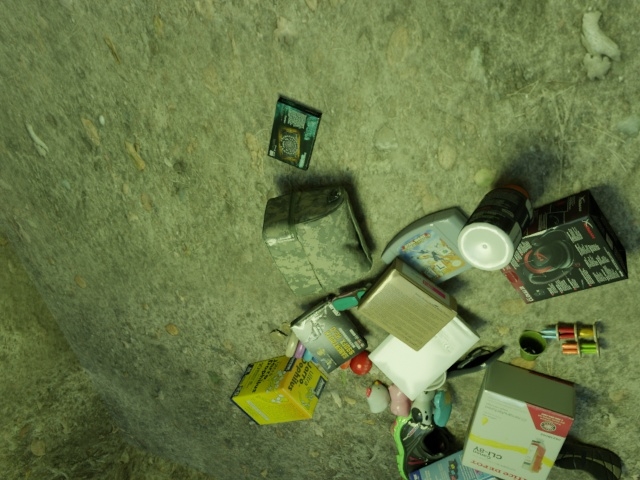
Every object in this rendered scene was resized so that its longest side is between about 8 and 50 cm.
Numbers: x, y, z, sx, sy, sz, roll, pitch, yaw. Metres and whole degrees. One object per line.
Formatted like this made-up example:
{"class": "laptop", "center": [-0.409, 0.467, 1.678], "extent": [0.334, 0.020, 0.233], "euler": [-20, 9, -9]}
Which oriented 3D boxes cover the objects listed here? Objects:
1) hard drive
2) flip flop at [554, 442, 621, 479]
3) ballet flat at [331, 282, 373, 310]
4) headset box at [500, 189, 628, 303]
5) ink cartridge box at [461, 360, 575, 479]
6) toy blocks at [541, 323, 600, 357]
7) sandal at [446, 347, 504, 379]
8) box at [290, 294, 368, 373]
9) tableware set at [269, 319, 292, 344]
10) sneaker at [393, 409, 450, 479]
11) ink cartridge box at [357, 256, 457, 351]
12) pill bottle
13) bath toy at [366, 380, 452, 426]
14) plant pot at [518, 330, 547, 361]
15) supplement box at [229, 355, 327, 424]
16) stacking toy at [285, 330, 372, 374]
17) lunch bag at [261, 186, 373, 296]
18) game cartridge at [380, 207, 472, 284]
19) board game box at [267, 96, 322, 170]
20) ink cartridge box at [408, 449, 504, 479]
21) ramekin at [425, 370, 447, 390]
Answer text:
{"class": "hard drive", "center": [0.329, 0.342, 1.669], "extent": [0.203, 0.040, 0.308], "euler": [44, 109, 9]}
{"class": "flip flop", "center": [0.943, 0.789, 1.862], "extent": [0.276, 0.113, 0.080], "euler": [13, 174, 2]}
{"class": "ballet flat", "center": [0.137, 0.182, 1.723], "extent": [0.221, 0.079, 0.077], "euler": [-16, 114, 37]}
{"class": "headset box", "center": [0.589, 0.031, 1.334], "extent": [0.293, 0.110, 0.218], "euler": [-25, 115, 40]}
{"class": "ink cartridge box", "center": [0.660, 0.631, 1.755], "extent": [0.278, 0.160, 0.385], "euler": [14, 124, 17]}
{"class": "toy blocks", "center": [0.742, 0.298, 1.541], "extent": [0.148, 0.054, 0.123], "euler": [-6, 126, 31]}
{"class": "sandal", "center": [0.500, 0.409, 1.744], "extent": [0.254, 0.097, 0.055], "euler": [-36, 81, 43]}
{"class": "box", "center": [0.031, 0.335, 1.850], "extent": [0.183, 0.056, 0.231], "euler": [-35, 103, 7]}
{"class": "tableware set", "center": [-0.120, 0.389, 2.084], "extent": [0.141, 0.020, 0.168], "euler": [37, 134, -9]}
{"class": "sneaker", "center": [0.427, 0.862, 2.115], "extent": [0.202, 0.185, 0.483], "euler": [8, 134, 32]}
{"class": "ink cartridge box", "center": [0.260, 0.194, 1.559], "extent": [0.234, 0.088, 0.193], "euler": [36, 119, -5]}
{"class": "pill bottle", "center": [0.429, -0.045, 1.244], "extent": [0.130, 0.245, 0.131], "euler": [20, 131, 25]}
{"class": "bath toy", "center": [0.317, 0.600, 1.973], "extent": [0.348, 0.152, 0.129], "euler": [-4, 141, 39]}
{"class": "plant pot", "center": [0.653, 0.337, 1.611], "extent": [0.083, 0.083, 0.079], "euler": [10, 144, 19]}
{"class": "supplement box", "center": [-0.181, 0.637, 2.214], "extent": [0.356, 0.194, 0.195], "euler": [-23, 116, 39]}
{"class": "stacking toy", "center": [0.040, 0.419, 1.960], "extent": [0.329, 0.141, 0.141], "euler": [18, 136, 1]}
{"class": "lunch bag", "center": [0.000, 0.000, 1.534], "extent": [0.255, 0.213, 0.305], "euler": [-13, 127, 15]}
{"class": "game cartridge", "center": [0.324, 0.030, 1.511], "extent": [0.198, 0.062, 0.297], "euler": [39, 135, -16]}
{"class": "board game box", "center": [-0.074, -0.290, 1.437], "extent": [0.126, 0.026, 0.186], "euler": [24, 136, 5]}
{"class": "ink cartridge box", "center": [0.541, 0.976, 2.053], "extent": [0.395, 0.151, 0.270], "euler": [-34, 129, 17]}
{"class": "ramekin", "center": [0.342, 0.411, 1.797], "extent": [0.207, 0.109, 0.207], "euler": [13, 129, 17]}
